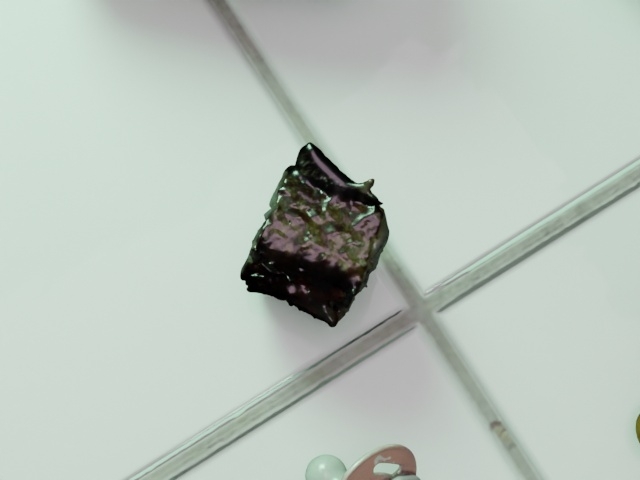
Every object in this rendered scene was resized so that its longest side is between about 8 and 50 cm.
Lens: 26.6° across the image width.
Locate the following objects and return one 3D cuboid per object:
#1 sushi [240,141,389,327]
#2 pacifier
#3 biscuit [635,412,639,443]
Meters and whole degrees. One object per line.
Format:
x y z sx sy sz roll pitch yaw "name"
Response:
-0.001 0.001 0.903 0.084 0.094 0.098 27 78 4 "sushi"
0.022 0.169 0.888 0.078 0.081 0.099 34 101 40 "pacifier"
0.306 0.147 0.902 0.184 0.035 0.249 -4 78 -1 "biscuit"
